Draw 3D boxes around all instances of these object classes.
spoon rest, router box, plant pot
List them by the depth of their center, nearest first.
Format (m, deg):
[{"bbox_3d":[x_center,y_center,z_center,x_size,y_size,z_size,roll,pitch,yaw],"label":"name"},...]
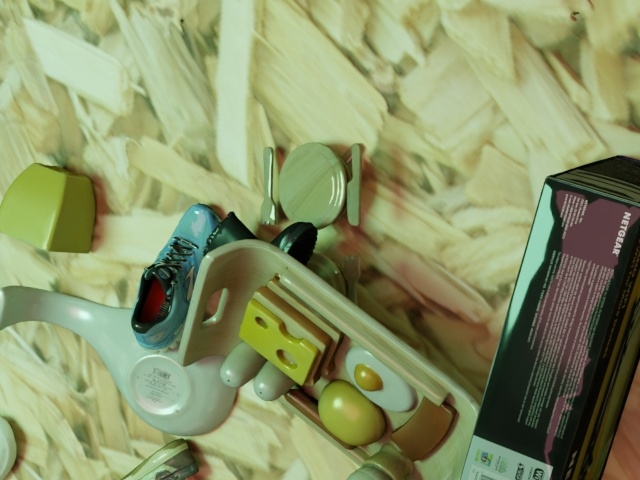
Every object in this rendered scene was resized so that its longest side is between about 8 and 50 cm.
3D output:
[{"bbox_3d":[0.213,0.091,1.042,0.081,0.243,0.308,20,106,22],"label":"router box"},{"bbox_3d":[-0.217,0.117,1.352,0.276,0.084,0.137,23,109,7],"label":"spoon rest"},{"bbox_3d":[-0.292,-0.038,1.355,0.082,0.081,0.083,21,96,22],"label":"plant pot"}]

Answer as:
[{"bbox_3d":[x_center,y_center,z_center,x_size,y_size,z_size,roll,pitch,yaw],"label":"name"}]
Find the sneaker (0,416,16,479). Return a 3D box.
[{"bbox_3d":[-0.447,0.278,1.464,0.212,0.094,0.080,-34,81,25],"label":"sneaker"}]

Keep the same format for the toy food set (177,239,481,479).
[{"bbox_3d":[-0.002,0.154,1.170,0.306,0.092,0.219,37,147,12],"label":"toy food set"}]

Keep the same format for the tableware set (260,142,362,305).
[{"bbox_3d":[0.000,0.000,1.242,0.128,0.039,0.194,2,93,40],"label":"tableware set"}]

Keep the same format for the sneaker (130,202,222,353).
[{"bbox_3d":[-0.146,0.035,1.278,0.063,0.073,0.162,17,77,16],"label":"sneaker"}]

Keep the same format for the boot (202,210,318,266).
[{"bbox_3d":[-0.063,0.008,1.238,0.099,0.045,0.121,43,124,27],"label":"boot"}]

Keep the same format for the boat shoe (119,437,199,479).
[{"bbox_3d":[-0.194,0.277,1.365,0.152,0.056,0.049,-44,74,24],"label":"boat shoe"}]
